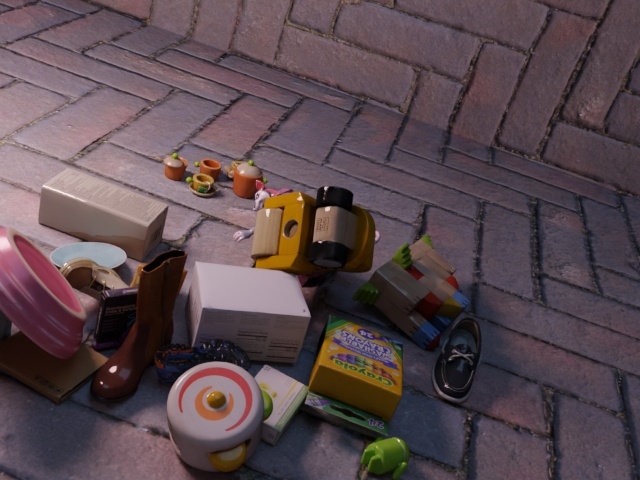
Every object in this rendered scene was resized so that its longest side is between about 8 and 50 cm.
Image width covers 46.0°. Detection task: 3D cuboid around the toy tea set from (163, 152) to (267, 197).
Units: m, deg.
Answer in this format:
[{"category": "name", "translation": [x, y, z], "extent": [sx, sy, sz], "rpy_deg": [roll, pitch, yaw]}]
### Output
[{"category": "toy tea set", "translation": [-0.343, -0.237, 2.477], "extent": [0.336, 0.124, 0.200], "rpy_deg": [-1, 35, -30]}]

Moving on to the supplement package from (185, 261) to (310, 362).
[{"category": "supplement package", "translation": [-0.183, 0.174, 1.843], "extent": [0.262, 0.145, 0.204], "rpy_deg": [8, 28, -19]}]

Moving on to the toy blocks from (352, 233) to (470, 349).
[{"category": "toy blocks", "translation": [0.301, 0.154, 2.164], "extent": [0.261, 0.190, 0.381], "rpy_deg": [41, 36, 14]}]

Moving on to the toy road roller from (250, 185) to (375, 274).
[{"category": "toy road roller", "translation": [0.000, 0.000, 1.999], "extent": [0.330, 0.202, 0.241], "rpy_deg": [-6, -21, 38]}]

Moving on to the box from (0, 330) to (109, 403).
[{"category": "box", "translation": [-0.583, 0.255, 1.618], "extent": [0.201, 0.021, 0.164], "rpy_deg": [26, 29, 14]}]

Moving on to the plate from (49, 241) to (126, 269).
[{"category": "plate", "translation": [-0.593, 0.049, 1.930], "extent": [0.188, 0.024, 0.188], "rpy_deg": [6, 21, -2]}]

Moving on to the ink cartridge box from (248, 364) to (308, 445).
[{"category": "ink cartridge box", "translation": [-0.163, 0.339, 1.682], "extent": [0.235, 0.056, 0.171], "rpy_deg": [26, 30, 11]}]

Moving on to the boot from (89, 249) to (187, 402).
[{"category": "boot", "translation": [-0.377, 0.180, 1.596], "extent": [0.096, 0.280, 0.264], "rpy_deg": [29, 31, 17]}]

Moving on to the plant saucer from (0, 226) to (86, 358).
[{"category": "plant saucer", "translation": [-0.598, 0.093, 1.566], "extent": [0.084, 0.332, 0.332], "rpy_deg": [-38, 50, -7]}]

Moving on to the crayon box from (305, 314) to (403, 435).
[{"category": "crayon box", "translation": [0.088, 0.307, 1.785], "extent": [0.203, 0.083, 0.323], "rpy_deg": [22, 21, -2]}]

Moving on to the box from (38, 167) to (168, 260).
[{"category": "box", "translation": [-0.594, -0.074, 2.065], "extent": [0.311, 0.121, 0.148], "rpy_deg": [21, 30, 4]}]

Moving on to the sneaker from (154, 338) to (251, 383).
[{"category": "sneaker", "translation": [-0.264, 0.277, 1.687], "extent": [0.221, 0.087, 0.083], "rpy_deg": [4, 39, -20]}]

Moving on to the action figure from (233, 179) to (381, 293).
[{"category": "action figure", "translation": [-0.061, -0.043, 2.152], "extent": [0.370, 0.276, 0.248], "rpy_deg": [51, 25, 8]}]

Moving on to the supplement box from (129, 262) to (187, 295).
[{"category": "supplement box", "translation": [-0.393, 0.100, 1.833], "extent": [0.080, 0.078, 0.233], "rpy_deg": [22, 2, 4]}]

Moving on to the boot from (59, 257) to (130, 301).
[{"category": "boot", "translation": [-0.503, 0.122, 1.774], "extent": [0.165, 0.077, 0.213], "rpy_deg": [37, 3, 24]}]

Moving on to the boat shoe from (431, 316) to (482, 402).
[{"category": "boat shoe", "translation": [0.366, 0.306, 1.992], "extent": [0.114, 0.091, 0.302], "rpy_deg": [19, 29, 2]}]

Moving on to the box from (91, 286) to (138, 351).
[{"category": "box", "translation": [-0.443, 0.174, 1.691], "extent": [0.116, 0.162, 0.029], "rpy_deg": [-7, 38, -37]}]

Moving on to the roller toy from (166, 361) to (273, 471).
[{"category": "roller toy", "translation": [-0.209, 0.348, 1.500], "extent": [0.191, 0.146, 0.209], "rpy_deg": [20, 50, 9]}]

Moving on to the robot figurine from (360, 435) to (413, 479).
[{"category": "robot figurine", "translation": [0.144, 0.464, 1.627], "extent": [0.115, 0.067, 0.101], "rpy_deg": [-5, 29, -36]}]

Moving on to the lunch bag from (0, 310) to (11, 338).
[{"category": "lunch bag", "translation": [-0.808, 0.102, 1.616], "extent": [0.224, 0.160, 0.262], "rpy_deg": [-11, 46, -40]}]
